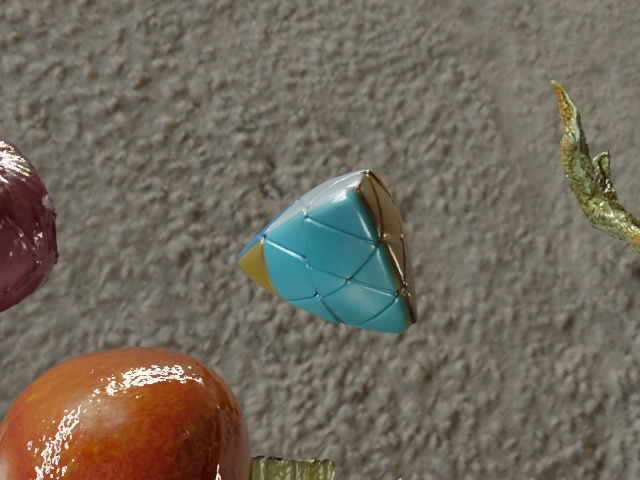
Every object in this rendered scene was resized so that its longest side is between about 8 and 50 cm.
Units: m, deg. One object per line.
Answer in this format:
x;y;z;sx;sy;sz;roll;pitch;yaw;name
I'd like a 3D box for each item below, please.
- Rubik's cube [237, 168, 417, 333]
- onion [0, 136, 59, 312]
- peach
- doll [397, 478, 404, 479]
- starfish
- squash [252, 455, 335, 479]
0.000;0.000;1.485;0.254;0.254;0.254;15;50;-18;Rubik's cube
-0.362;-0.018;1.047;0.201;0.200;0.207;-9;70;-33;onion
-0.234;0.287;1.291;0.290;0.372;0.372;17;49;-24;peach
0.131;0.424;1.550;0.211;0.093;0.262;45;25;20;doll
0.368;-0.078;1.503;0.358;0.078;0.347;33;31;-47;starfish
-0.071;0.433;1.494;0.203;0.111;0.288;16;63;-49;squash
